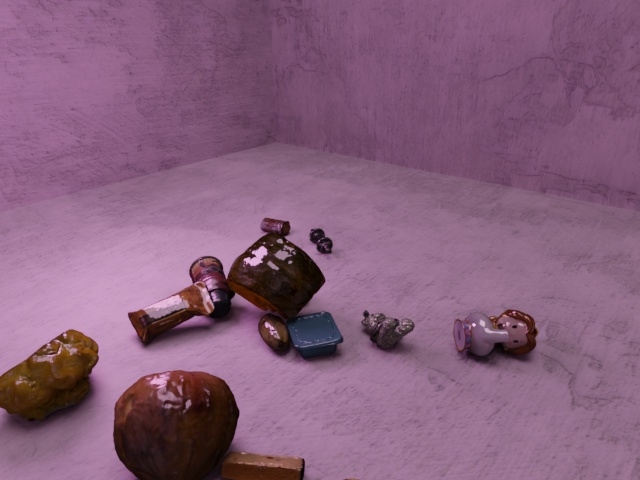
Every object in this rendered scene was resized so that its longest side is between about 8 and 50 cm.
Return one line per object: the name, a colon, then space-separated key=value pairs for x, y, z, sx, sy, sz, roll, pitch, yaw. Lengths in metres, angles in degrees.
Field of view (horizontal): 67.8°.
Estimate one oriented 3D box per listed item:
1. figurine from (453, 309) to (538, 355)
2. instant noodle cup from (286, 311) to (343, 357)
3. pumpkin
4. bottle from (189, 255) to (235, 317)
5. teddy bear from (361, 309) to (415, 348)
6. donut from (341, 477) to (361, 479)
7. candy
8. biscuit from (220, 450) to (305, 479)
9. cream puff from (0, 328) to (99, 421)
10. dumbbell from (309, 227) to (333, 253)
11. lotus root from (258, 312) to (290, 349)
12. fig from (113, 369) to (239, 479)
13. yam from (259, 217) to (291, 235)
figurine: x=0.561 y=0.289 z=1.502 sx=0.264 sy=0.142 sz=0.189 roll=-3 pitch=1 yaw=-6
instant noodle cup: x=-0.021 y=0.309 z=1.543 sx=0.157 sy=0.070 sz=0.179 roll=-7 pitch=26 yaw=-13
pumpkin: x=-0.160 y=0.121 z=1.641 sx=0.303 sy=0.256 sz=0.225 roll=1 pitch=49 yaw=52
bottle: x=-0.390 y=0.178 z=1.754 sx=0.156 sy=0.143 sz=0.271 roll=-30 pitch=40 yaw=-6
teddy bear: x=0.208 y=0.295 z=1.557 sx=0.133 sy=0.111 sz=0.213 roll=13 pitch=-7 yaw=-23
donut: x=0.066 y=0.565 z=0.993 sx=0.141 sy=0.059 sz=0.140 roll=2 pitch=26 yaw=-1
candy: x=-0.492 y=0.241 z=1.602 sx=0.272 sy=0.101 sz=0.143 roll=-25 pitch=62 yaw=-19
biscuit: x=-0.131 y=0.521 z=1.097 sx=0.188 sy=0.052 sz=0.056 roll=3 pitch=12 yaw=5
cream puff: x=-0.727 y=0.375 z=1.307 sx=0.282 sy=0.185 sz=0.282 roll=-38 pitch=6 yaw=5
dumbbell: x=0.000 y=0.000 z=2.215 sx=0.082 sy=0.081 sz=0.254 roll=-8 pitch=25 yaw=-17
lotus root: x=-0.154 y=0.298 z=1.554 sx=0.089 sy=0.080 sz=0.179 roll=21 pitch=16 yaw=-29
fig: x=-0.330 y=0.479 z=1.048 sx=0.287 sy=0.286 sz=0.368 roll=0 pitch=55 yaw=0
yam: x=-0.226 y=-0.071 z=2.379 sx=0.141 sy=0.079 sz=0.079 roll=13 pitch=27 yaw=29
